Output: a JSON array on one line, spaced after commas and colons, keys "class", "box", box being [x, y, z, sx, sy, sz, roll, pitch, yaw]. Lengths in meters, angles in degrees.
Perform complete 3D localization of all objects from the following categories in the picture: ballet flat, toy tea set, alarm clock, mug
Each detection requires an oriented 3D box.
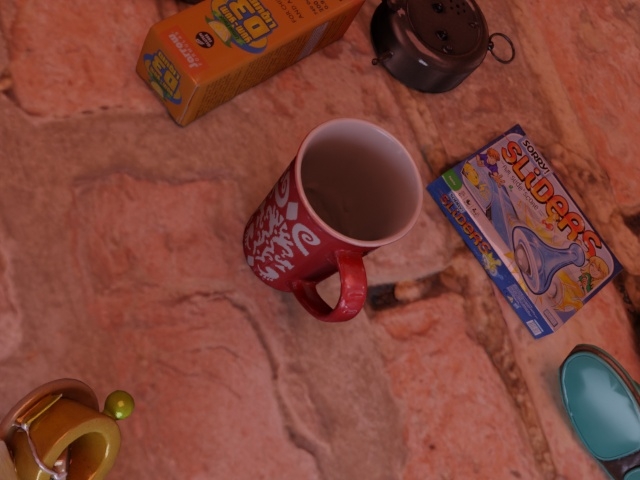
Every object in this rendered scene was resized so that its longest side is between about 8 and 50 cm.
[{"class": "ballet flat", "box": [0.327, 0.211, 0.881, 0.087, 0.083, 0.247, -20, 79, -54]}, {"class": "toy tea set", "box": [-0.209, 0.255, 0.530, 0.124, 0.200, 0.336, 26, 54, 30]}, {"class": "alarm clock", "box": [0.144, -0.233, 0.972, 0.192, 0.064, 0.129, 6, 68, -26]}, {"class": "mug", "box": [-0.007, -0.007, 0.749, 0.113, 0.169, 0.150, 32, 61, -11]}]

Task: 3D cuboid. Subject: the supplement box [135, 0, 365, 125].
[{"class": "supplement box", "box": [-0.064, -0.207, 0.855, 0.233, 0.080, 0.078, -37, 86, -29]}]

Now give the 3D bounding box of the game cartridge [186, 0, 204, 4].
[{"class": "game cartridge", "box": [-0.274, -0.369, 0.835, 0.355, 0.068, 0.230, 5, 73, -23]}]

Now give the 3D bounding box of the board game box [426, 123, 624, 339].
[{"class": "board game box", "box": [0.224, -0.013, 0.935, 0.136, 0.035, 0.201, -34, 87, -31]}]
